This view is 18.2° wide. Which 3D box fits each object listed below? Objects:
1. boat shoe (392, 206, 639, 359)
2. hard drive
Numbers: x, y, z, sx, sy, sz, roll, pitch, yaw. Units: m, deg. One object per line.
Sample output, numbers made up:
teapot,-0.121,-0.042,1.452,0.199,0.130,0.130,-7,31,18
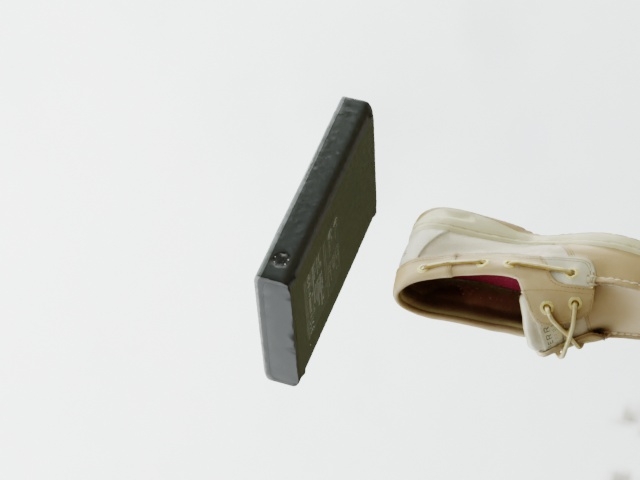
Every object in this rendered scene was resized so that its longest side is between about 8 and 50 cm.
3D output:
boat shoe,0.115,0.031,1.001,0.059,0.170,0.063,-59,-35,-33
hard drive,0.000,0.000,1.100,0.094,0.022,0.135,86,-156,-50
